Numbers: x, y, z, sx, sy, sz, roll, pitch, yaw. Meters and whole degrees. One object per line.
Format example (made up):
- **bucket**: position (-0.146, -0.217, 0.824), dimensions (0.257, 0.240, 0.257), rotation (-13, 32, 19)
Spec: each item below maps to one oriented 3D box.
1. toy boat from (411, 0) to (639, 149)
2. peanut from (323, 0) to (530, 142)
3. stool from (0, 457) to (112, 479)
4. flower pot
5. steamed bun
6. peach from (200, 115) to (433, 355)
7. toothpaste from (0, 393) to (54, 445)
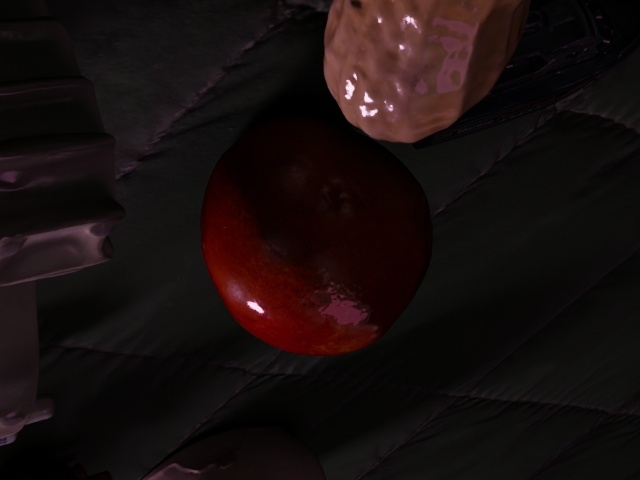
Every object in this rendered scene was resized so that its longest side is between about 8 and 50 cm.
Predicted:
- **toy boat**: position (0.194, -0.185, 1.810), dimensions (0.296, 0.114, 0.122), rotation (-21, 161, -17)
- **peanut**: position (0.113, -0.224, 1.612), dimensions (0.174, 0.158, 0.340), rotation (6, 137, -19)
- **stool**: position (-0.322, 0.326, 2.181), dimensions (0.121, 0.125, 0.217), rotation (-9, 157, -40)
- **flower pot**: position (-0.282, -0.022, 1.447), dimensions (0.164, 0.254, 0.367), rotation (-13, 151, -32)
- **steamed bun**: position (-0.112, 0.375, 2.417), dimensions (0.283, 0.177, 0.283), rotation (-25, 153, -13)
- **peach**: position (0.000, 0.000, 1.809), dimensions (0.243, 0.243, 0.199), rotation (-12, 155, -33)
- **toothpaste**: position (-0.451, 0.200, 1.885), dimensions (0.392, 0.061, 0.099), rotation (-9, 139, -27)
